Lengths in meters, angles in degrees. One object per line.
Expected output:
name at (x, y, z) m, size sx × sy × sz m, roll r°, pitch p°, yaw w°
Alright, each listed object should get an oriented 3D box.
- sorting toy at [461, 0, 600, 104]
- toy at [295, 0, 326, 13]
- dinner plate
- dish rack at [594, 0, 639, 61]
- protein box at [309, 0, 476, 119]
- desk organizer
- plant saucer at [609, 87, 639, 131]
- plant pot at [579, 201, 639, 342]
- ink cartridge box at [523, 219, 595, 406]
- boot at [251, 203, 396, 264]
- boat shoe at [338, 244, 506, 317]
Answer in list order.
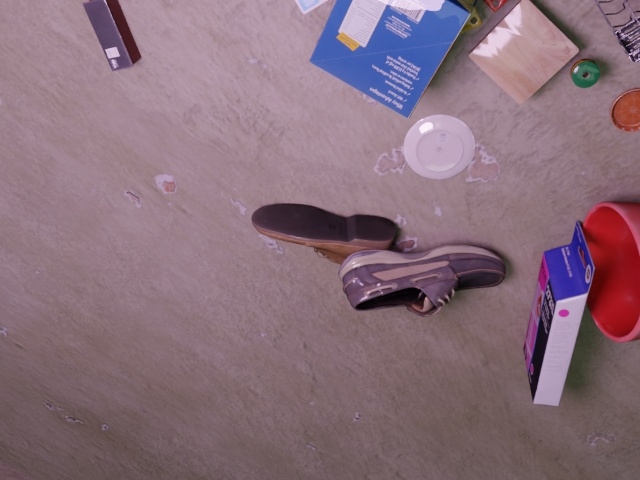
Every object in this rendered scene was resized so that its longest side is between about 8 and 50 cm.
sorting toy at (0.347, -0.339, 1.143) m, size 0.274 × 0.046 × 0.132 m, roll 39°, pitch 121°, yaw -10°
toy at (-0.038, -0.509, 1.089) m, size 0.136 × 0.056 × 0.237 m, roll -24°, pitch 117°, yaw 23°
dinner plate at (0.234, -0.180, 1.289) m, size 0.141 × 0.017 × 0.141 m, roll 3°, pitch 122°, yaw 6°
dish rack at (0.495, -0.415, 0.969) m, size 0.208 × 0.074 × 0.272 m, roll -32°, pitch 84°, yaw 38°
protein box at (0.122, -0.355, 1.092) m, size 0.199 × 0.136 × 0.201 m, roll 30°, pitch 128°, yaw 0°
desk organizer at (-0.388, -0.391, 1.223) m, size 0.047 × 0.050 × 0.130 m, roll -9°, pitch 121°, yaw 14°
plant saucer at (0.575, -0.240, 1.198) m, size 0.083 × 0.013 × 0.084 m, roll 5°, pitch 124°, yaw 7°
plant pot at (0.664, 0.048, 1.241) m, size 0.243 × 0.275 × 0.275 m, roll -5°, pitch 123°, yaw -1°
ink cartridge box at (0.495, 0.156, 1.375) m, size 0.069 × 0.176 × 0.371 m, roll 5°, pitch 124°, yaw 6°
boot at (0.000, 0.000, 1.398) m, size 0.305 × 0.112 × 0.115 m, roll 10°, pitch 135°, yaw -1°
boat shoe at (0.216, 0.097, 1.368) m, size 0.355 × 0.130 × 0.132 m, roll -3°, pitch 150°, yaw -4°
